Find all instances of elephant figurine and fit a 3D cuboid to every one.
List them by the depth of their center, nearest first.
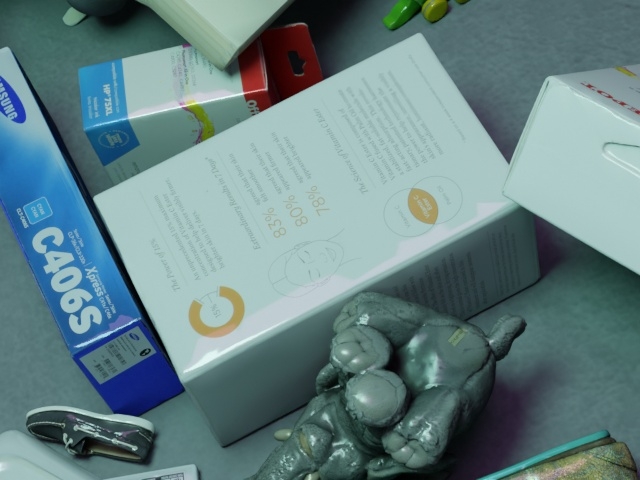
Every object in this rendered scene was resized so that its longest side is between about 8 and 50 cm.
[{"bbox_3d":[0.042,0.160,1.478,0.186,0.239,0.169,23,49,-6],"label":"elephant figurine"}]

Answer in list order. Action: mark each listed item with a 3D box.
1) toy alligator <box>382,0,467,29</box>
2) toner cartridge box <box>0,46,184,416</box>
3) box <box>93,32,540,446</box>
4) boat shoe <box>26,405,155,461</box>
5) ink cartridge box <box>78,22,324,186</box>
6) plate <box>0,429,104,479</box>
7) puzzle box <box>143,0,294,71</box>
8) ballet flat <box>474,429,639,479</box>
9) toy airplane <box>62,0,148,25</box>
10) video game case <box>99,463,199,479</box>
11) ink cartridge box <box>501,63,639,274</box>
[{"bbox_3d":[0.142,-0.286,1.743,0.189,0.051,0.056,-34,61,-8],"label":"toy alligator"},{"bbox_3d":[-0.247,-0.008,1.604,0.075,0.165,0.348,-27,61,-5],"label":"toner cartridge box"},{"bbox_3d":[0.000,0.000,1.549,0.345,0.168,0.215,-27,60,-5],"label":"box"},{"bbox_3d":[-0.219,0.184,1.564,0.125,0.046,0.038,7,58,5],"label":"boat shoe"},{"bbox_3d":[-0.111,-0.130,1.660,0.231,0.134,0.078,-12,61,5],"label":"ink cartridge box"},{"bbox_3d":[-0.272,0.301,1.450,0.277,0.045,0.278,23,54,31],"label":"plate"},{"bbox_3d":[-0.071,-0.382,1.658,0.272,0.052,0.409,42,57,0],"label":"puzzle box"},{"bbox_3d":[0.109,0.262,1.423,0.348,0.123,0.123,-17,60,2],"label":"ballet flat"},{"bbox_3d":[-0.364,-0.357,1.732,0.384,0.272,0.386,-1,46,-38],"label":"toy airplane"},{"bbox_3d":[-0.182,0.284,1.516,0.157,0.019,0.143,-10,61,5],"label":"video game case"},{"bbox_3d":[0.314,-0.060,1.455,0.201,0.278,0.117,32,114,24],"label":"ink cartridge box"}]
